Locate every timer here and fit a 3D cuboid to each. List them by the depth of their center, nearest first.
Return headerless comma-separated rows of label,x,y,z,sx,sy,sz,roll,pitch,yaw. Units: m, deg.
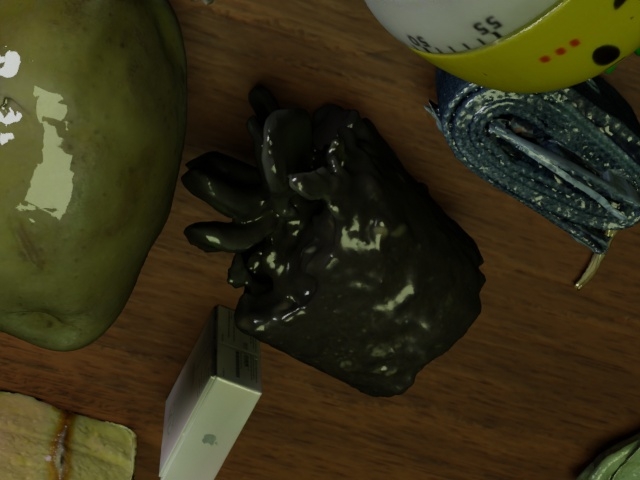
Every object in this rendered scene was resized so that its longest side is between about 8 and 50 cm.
timer,0.186,-0.224,0.928,0.285,0.285,0.285,-2,118,-4

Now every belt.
belt,0.202,-0.088,1.059,0.218,0.128,0.122,30,117,-17

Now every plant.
plant,0.000,0.000,1.052,0.188,0.199,0.276,-39,112,20

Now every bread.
bread,-0.298,0.305,1.208,0.163,0.167,0.264,18,118,-14

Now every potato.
potato,-0.222,-0.072,0.966,0.221,0.243,0.326,19,116,-4

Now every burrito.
burrito,0.327,0.243,1.291,0.118,0.044,0.074,-24,120,5

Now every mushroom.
mushroom,0.317,-0.067,1.144,0.028,0.026,0.286,25,115,1

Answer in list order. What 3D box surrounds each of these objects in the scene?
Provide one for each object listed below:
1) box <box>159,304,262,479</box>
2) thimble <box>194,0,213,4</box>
box,-0.106,0.151,1.158,0.051,0.130,0.129,22,113,-14
thimble,-0.086,-0.268,0.931,0.098,0.150,0.150,-22,117,6
